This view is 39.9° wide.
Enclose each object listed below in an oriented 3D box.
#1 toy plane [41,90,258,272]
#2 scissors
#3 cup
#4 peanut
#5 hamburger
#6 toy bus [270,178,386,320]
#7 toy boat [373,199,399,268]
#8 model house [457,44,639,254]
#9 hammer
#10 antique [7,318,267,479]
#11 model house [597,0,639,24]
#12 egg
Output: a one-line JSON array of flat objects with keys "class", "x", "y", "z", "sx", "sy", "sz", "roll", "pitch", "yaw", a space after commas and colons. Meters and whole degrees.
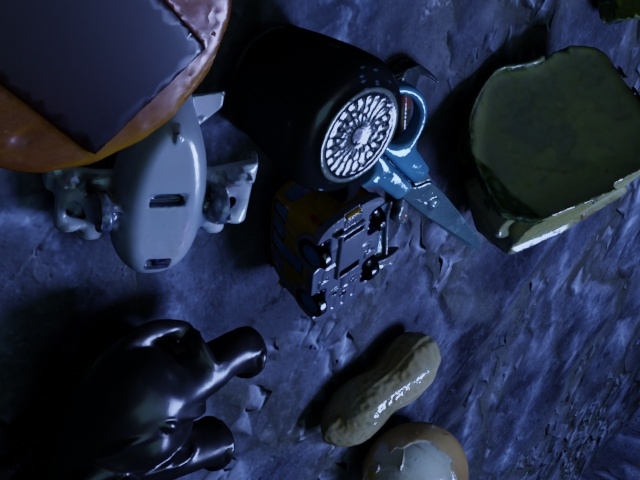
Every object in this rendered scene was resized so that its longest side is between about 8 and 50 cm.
[{"class": "toy plane", "x": -0.181, "y": -0.075, "z": 0.971, "sx": 0.244, "sy": 0.117, "sz": 0.245, "roll": -16, "pitch": 131, "yaw": -19}, {"class": "scissors", "x": 0.152, "y": -0.077, "z": 1.355, "sx": 0.192, "sy": 0.029, "sz": 0.447, "roll": -44, "pitch": 139, "yaw": 8}, {"class": "cup", "x": -0.009, "y": -0.142, "z": 1.054, "sx": 0.169, "sy": 0.176, "sz": 0.223, "roll": -40, "pitch": 146, "yaw": -23}, {"class": "peanut", "x": 0.106, "y": 0.272, "z": 1.601, "sx": 0.274, "sy": 0.111, "sz": 0.125, "roll": -36, "pitch": 156, "yaw": -19}, {"class": "hamburger", "x": -0.224, "y": -0.213, "z": 0.702, "sx": 0.291, "sy": 0.225, "sz": 0.291, "roll": -25, "pitch": 138, "yaw": -25}, {"class": "toy bus", "x": 0.000, "y": 0.000, "z": 1.211, "sx": 0.126, "sy": 0.136, "sz": 0.209, "roll": -34, "pitch": 149, "yaw": -28}, {"class": "toy boat", "x": 0.084, "y": -0.010, "z": 1.400, "sx": 0.096, "sy": 0.034, "sz": 0.122, "roll": -19, "pitch": 127, "yaw": -23}, {"class": "model house", "x": 0.368, "y": -0.138, "z": 1.492, "sx": 0.321, "sy": 0.261, "sz": 0.266, "roll": -25, "pitch": 164, "yaw": -11}, {"class": "hammer", "x": 0.122, "y": -0.141, "z": 1.332, "sx": 0.111, "sy": 0.033, "sz": 0.288, "roll": -30, "pitch": 139, "yaw": -30}, {"class": "antique", "x": -0.239, "y": 0.233, "z": 1.106, "sx": 0.255, "sy": 0.185, "sz": 0.322, "roll": -4, "pitch": 122, "yaw": -56}, {"class": "model house", "x": 0.569, "y": -0.488, "z": 1.504, "sx": 0.194, "sy": 0.170, "sz": 0.211, "roll": -17, "pitch": 103, "yaw": -32}, {"class": "egg", "x": 0.198, "y": 0.465, "z": 1.785, "sx": 0.244, "sy": 0.201, "sz": 0.201, "roll": -12, "pitch": 128, "yaw": -59}]
